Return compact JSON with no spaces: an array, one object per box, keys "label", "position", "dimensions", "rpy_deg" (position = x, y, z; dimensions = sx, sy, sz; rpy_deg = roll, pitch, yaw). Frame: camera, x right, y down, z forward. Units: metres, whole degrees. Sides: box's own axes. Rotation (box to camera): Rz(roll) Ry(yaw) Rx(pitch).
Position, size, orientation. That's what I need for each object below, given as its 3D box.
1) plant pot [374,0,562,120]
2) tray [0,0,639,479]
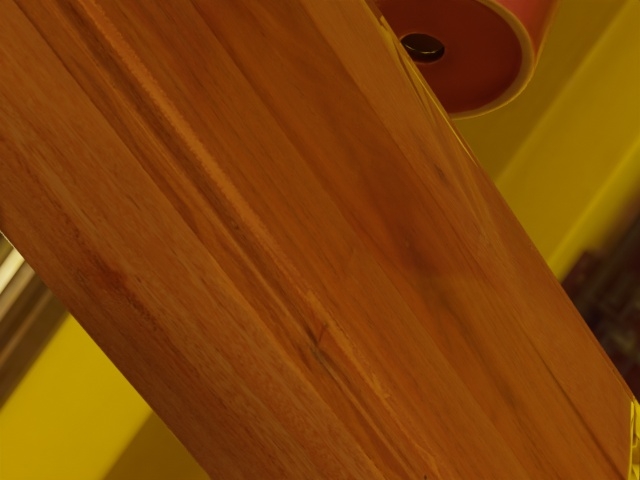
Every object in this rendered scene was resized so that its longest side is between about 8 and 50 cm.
[{"label":"plant pot","position":[0.076,-0.181,1.099],"dimensions":[0.201,0.180,0.201],"rpy_deg":[6,146,4]},{"label":"tray","position":[0.000,0.000,0.674],"dimensions":[0.411,0.076,0.203],"rpy_deg":[53,-151,-27]}]
